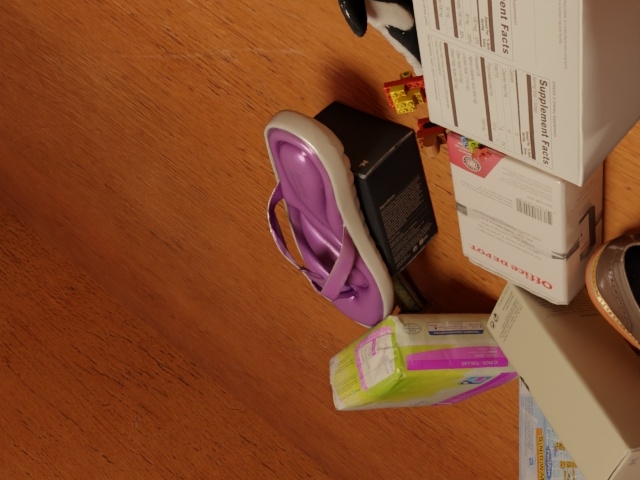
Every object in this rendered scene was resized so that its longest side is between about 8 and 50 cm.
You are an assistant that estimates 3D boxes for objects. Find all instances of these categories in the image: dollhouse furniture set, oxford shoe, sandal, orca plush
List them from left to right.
[{"bbox_3d":[-0.011,-0.005,1.347,0.169,0.102,0.416,26,150,38],"label":"sandal"},{"bbox_3d":[0.062,0.072,1.625,0.182,0.101,0.161,54,155,-19],"label":"dollhouse furniture set"},{"bbox_3d":[0.095,-0.265,1.036,0.102,0.151,0.287,-24,109,32],"label":"orca plush"},{"bbox_3d":[0.434,0.136,1.034,0.363,0.130,0.133,42,179,10],"label":"oxford shoe"}]

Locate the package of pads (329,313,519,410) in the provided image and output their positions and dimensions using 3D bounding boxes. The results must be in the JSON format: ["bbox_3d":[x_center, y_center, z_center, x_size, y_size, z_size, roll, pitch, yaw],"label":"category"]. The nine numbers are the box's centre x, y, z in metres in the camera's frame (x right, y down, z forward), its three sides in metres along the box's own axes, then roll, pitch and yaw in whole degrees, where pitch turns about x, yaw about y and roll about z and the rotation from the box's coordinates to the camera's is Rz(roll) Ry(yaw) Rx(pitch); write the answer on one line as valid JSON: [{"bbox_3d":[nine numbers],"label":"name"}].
[{"bbox_3d":[0.156,0.193,1.498,0.296,0.229,0.101,131,135,-64],"label":"package of pads"}]

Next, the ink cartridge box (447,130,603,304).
[{"bbox_3d":[0.245,-0.045,1.147,0.158,0.092,0.218,29,150,34],"label":"ink cartridge box"}]

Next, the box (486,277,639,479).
[{"bbox_3d":[0.321,0.165,1.179,0.275,0.113,0.094,-116,33,-41],"label":"box"}]

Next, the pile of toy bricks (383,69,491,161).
[{"bbox_3d":[0.176,-0.128,1.001,0.212,0.105,0.118,-9,137,20],"label":"pile of toy bricks"}]

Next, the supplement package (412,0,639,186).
[{"bbox_3d":[0.205,-0.213,0.725,0.145,0.262,0.204,30,153,34],"label":"supplement package"}]

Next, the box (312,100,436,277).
[{"bbox_3d":[0.062,-0.073,1.383,0.153,0.108,0.207,28,150,36],"label":"box"}]

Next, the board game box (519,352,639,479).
[{"bbox_3d":[0.378,0.315,1.287,0.065,0.319,0.318,7,169,-22],"label":"board game box"}]
